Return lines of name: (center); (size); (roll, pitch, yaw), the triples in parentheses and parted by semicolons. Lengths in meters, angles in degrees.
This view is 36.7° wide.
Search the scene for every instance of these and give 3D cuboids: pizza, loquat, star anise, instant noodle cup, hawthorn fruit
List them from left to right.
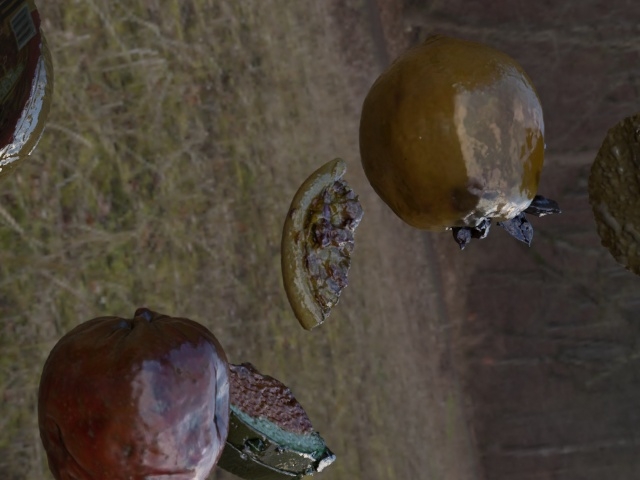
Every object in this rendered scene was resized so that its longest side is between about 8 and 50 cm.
instant noodle cup: (-0.363, -0.144, 1.026); (0.090, 0.274, 0.274); (29, 47, -53)
hawthorn fruit: (-0.233, 0.211, 1.202); (0.262, 0.258, 0.258); (-62, 174, 3)
pizza: (0.002, 0.000, 1.351); (0.127, 0.058, 0.246); (30, 72, -32)
loquat: (0.139, -0.105, 1.009); (0.176, 0.187, 0.234); (26, 57, -64)
star anise: (0.349, -0.108, 1.953); (0.129, 0.282, 0.212); (-64, 162, -46)

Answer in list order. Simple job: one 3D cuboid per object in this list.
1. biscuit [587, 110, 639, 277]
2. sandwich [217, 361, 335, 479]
biscuit: (0.387, -0.041, 1.043); (0.033, 0.219, 0.220); (-25, 108, -42)
sandwich: (-0.125, 0.284, 1.560); (0.292, 0.109, 0.212); (27, 27, -52)
